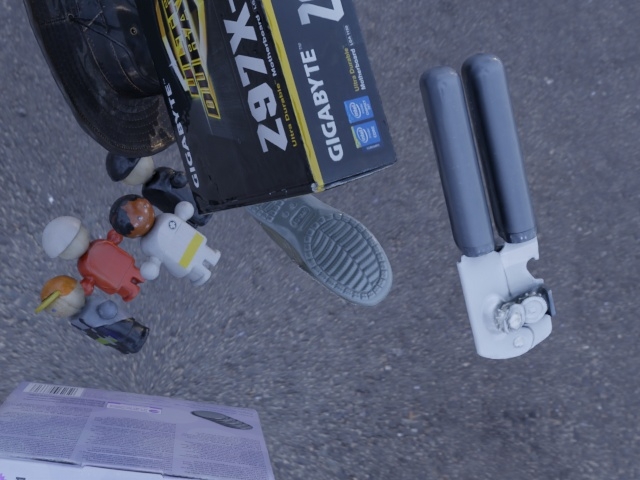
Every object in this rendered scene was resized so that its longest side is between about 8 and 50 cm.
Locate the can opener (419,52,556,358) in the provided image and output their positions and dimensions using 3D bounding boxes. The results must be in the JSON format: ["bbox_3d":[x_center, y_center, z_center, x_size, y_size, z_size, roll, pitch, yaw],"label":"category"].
[{"bbox_3d":[0.141,-0.021,0.719,0.074,0.093,0.280,-19,114,-5],"label":"can opener"}]

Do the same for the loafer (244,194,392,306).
[{"bbox_3d":[0.000,0.000,1.118,0.094,0.087,0.251,-44,66,-8],"label":"loafer"}]

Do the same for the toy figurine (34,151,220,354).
[{"bbox_3d":[-0.237,0.006,0.999,0.213,0.209,0.148,-43,118,15],"label":"toy figurine"}]

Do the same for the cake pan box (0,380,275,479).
[{"bbox_3d":[-0.181,0.199,0.764,0.267,0.246,0.070,9,90,-10],"label":"cake pan box"}]

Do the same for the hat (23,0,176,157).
[{"bbox_3d":[-0.173,-0.260,0.879,0.134,0.331,0.331,-6,78,26],"label":"hat"}]

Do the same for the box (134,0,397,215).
[{"bbox_3d":[-0.073,-0.189,0.675,0.079,0.257,0.322,-19,97,-28],"label":"box"}]
